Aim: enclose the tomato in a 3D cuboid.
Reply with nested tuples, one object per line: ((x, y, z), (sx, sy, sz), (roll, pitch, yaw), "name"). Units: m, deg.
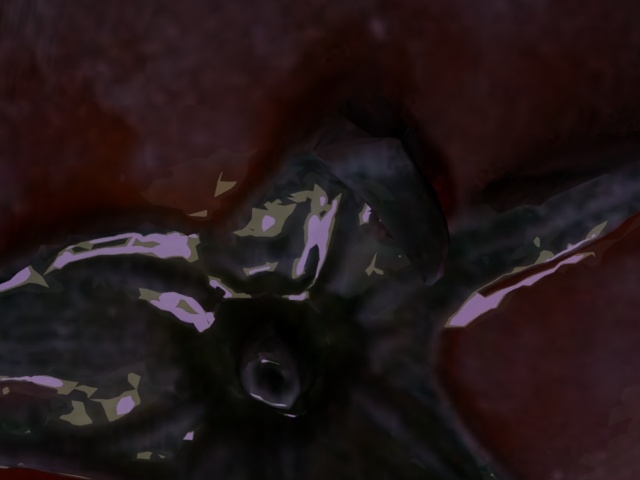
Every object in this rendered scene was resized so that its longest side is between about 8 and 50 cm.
((0.000, 0.000, 0.536), (0.316, 0.317, 0.282), (-10, -168, 6), "tomato")
